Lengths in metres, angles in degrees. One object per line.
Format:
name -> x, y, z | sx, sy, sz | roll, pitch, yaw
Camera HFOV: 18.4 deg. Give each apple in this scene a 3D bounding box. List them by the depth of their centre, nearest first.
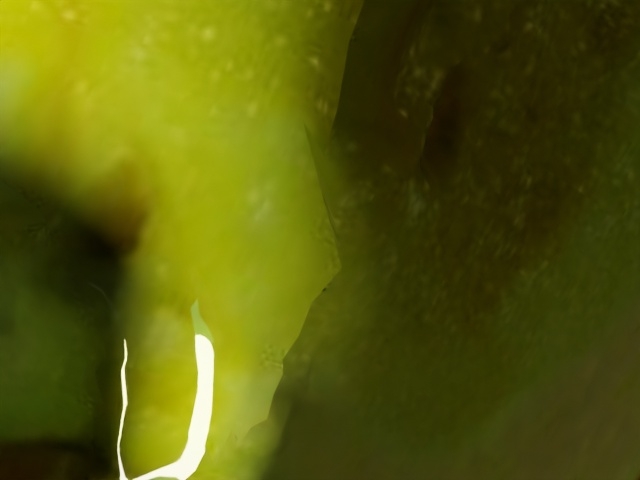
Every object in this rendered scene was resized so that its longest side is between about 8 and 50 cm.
apple -> -0.052, -0.046, 0.537 | 0.384, 0.374, 0.374 | 116, 136, -69
